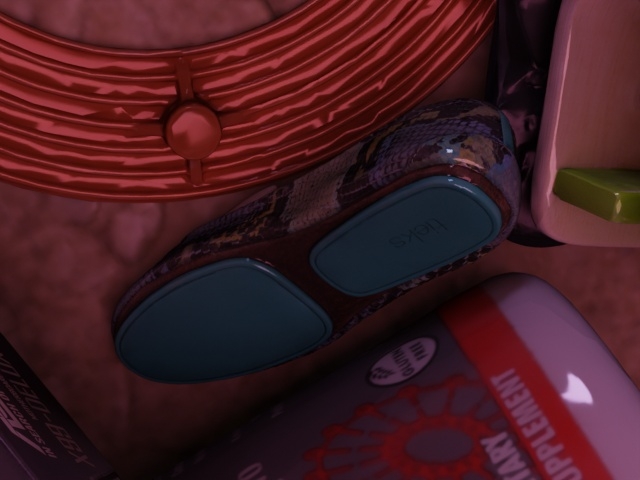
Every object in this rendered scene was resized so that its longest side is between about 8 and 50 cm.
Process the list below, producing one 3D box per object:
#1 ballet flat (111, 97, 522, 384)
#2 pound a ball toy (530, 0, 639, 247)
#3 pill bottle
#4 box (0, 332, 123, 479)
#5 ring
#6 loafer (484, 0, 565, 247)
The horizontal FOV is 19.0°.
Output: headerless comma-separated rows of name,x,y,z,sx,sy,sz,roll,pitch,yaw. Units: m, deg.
ballet flat,0.000,0.000,0.714,0.188,0.070,0.070,-23,111,34
pound a ball toy,0.265,-0.032,0.654,0.319,0.208,0.136,0,107,-26
pill bottle,-0.024,0.186,0.693,0.363,0.210,0.210,-31,108,0
box,-0.209,0.098,0.618,0.242,0.076,0.307,-45,66,5
ring,-0.062,-0.174,0.683,0.336,0.032,0.337,-2,105,-8
loafer,0.090,-0.085,0.715,0.062,0.061,0.170,15,103,-6
